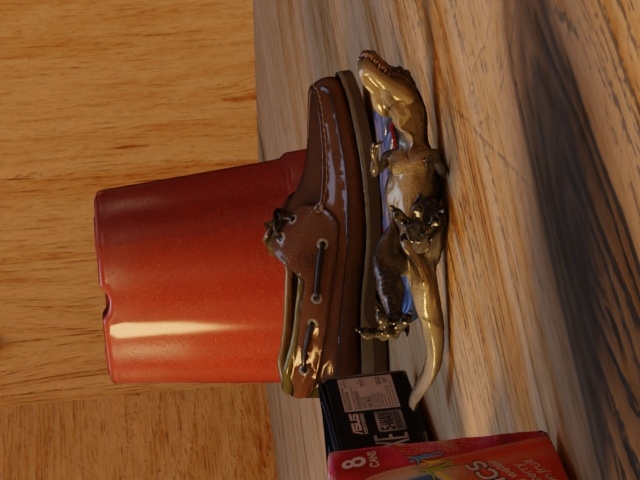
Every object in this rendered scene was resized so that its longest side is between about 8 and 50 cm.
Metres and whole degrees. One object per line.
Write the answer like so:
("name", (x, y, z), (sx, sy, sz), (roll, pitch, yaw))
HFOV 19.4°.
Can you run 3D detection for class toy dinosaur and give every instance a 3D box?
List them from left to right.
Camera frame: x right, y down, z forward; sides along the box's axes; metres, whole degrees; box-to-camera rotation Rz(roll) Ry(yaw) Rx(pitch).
("toy dinosaur", (0.060, 0.007, 1.273), (0.118, 0.064, 0.268), (-61, -32, -72))

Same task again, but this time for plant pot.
("plant pot", (-0.094, 0.037, 1.931), (0.272, 0.265, 0.272), (175, 90, -85))

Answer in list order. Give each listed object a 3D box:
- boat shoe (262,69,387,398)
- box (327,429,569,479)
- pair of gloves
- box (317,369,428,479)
("boat shoe", (0.000, 0.000, 1.719), (0.111, 0.104, 0.307), (-126, 32, -81))
("box", (0.073, 0.241, 0.960), (0.128, 0.123, 0.257), (-104, 10, -65))
("pair of gloves", (0.062, -0.035, 1.437), (0.198, 0.023, 0.159), (-101, 6, -60))
("box", (0.060, 0.274, 1.440), (0.307, 0.076, 0.242), (-106, 11, -67))
